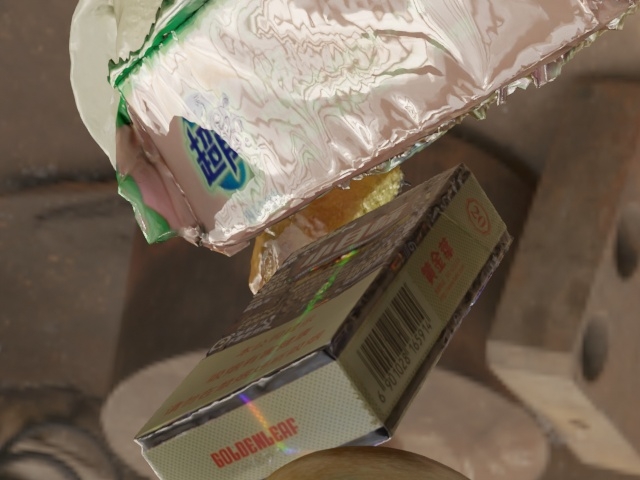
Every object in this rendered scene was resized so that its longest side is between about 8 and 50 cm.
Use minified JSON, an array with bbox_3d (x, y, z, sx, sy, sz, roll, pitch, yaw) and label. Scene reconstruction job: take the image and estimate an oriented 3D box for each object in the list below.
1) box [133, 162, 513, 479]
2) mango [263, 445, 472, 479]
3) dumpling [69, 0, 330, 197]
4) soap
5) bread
[{"bbox_3d":[0.013,0.071,1.165,0.198,0.310,0.084,-29,102,33],"label":"box"},{"bbox_3d":[0.041,0.236,0.776,0.199,0.384,0.221,-45,109,5],"label":"mango"},{"bbox_3d":[-0.083,-0.160,1.172,0.242,0.318,0.187,-22,168,30],"label":"dumpling"},{"bbox_3d":[0.054,-0.097,0.531,0.218,0.098,0.273,-31,-178,-31],"label":"soap"},{"bbox_3d":[-0.006,0.006,1.634,0.129,0.260,0.134,21,-162,29],"label":"bread"}]
